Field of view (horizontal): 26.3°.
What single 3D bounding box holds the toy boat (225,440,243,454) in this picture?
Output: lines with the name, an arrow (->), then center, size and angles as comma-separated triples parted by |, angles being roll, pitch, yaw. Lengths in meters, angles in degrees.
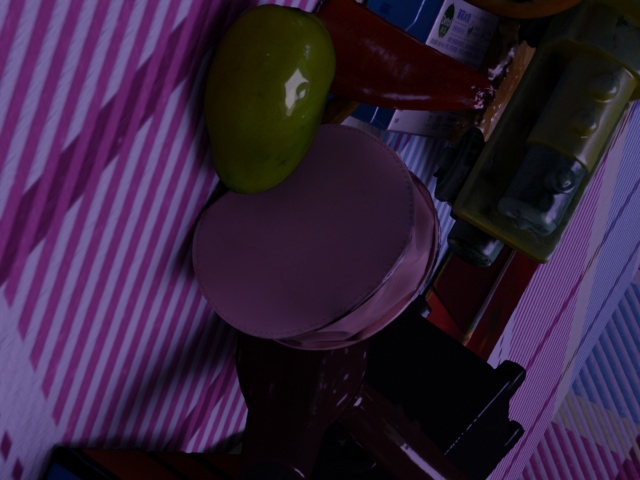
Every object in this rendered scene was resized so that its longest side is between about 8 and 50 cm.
toy boat -> -0.106, 0.260, 1.370 | 0.293, 0.055, 0.093 | -19, 129, -64

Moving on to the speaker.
speaker -> 0.099, 0.230, 1.634 | 0.254, 0.184, 0.232 | -46, 154, -19

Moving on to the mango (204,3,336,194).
mango -> -0.040, -0.112, 1.054 | 0.163, 0.089, 0.117 | 107, 9, -58

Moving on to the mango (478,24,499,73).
mango -> 0.148, -0.195, 1.445 | 0.079, 0.057, 0.114 | 14, -99, 64

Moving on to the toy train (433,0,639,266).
toy train -> 0.247, -0.138, 1.343 | 0.369, 0.150, 0.237 | -62, -170, -9

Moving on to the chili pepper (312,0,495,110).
chili pepper -> 0.070, -0.146, 1.160 | 0.065, 0.169, 0.088 | -8, 119, -70

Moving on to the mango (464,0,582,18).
mango -> 0.197, -0.336, 1.235 | 0.173, 0.211, 0.317 | -27, -148, 51

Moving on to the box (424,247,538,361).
box -> 0.231, 0.061, 1.951 | 0.313, 0.089, 0.197 | -60, 162, -15

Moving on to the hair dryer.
hair dryer -> 0.053, 0.202, 1.266 | 0.123, 0.340, 0.312 | -37, -158, 22

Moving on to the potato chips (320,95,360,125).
potato chips -> -0.021, -0.047, 1.251 | 0.026, 0.037, 0.204 | 16, 105, -60

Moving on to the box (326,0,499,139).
box -> 0.093, -0.176, 1.324 | 0.139, 0.073, 0.194 | -67, 160, 10

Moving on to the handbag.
handbag -> 0.001, 0.001, 1.146 | 0.205, 0.179, 0.116 | -38, 154, -1

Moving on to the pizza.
pizza -> 0.192, -0.178, 1.559 | 0.226, 0.086, 0.336 | -30, 140, -58

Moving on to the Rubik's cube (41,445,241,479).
Rubik's cube -> -0.090, 0.354, 1.119 | 0.293, 0.283, 0.289 | 14, 100, -54
